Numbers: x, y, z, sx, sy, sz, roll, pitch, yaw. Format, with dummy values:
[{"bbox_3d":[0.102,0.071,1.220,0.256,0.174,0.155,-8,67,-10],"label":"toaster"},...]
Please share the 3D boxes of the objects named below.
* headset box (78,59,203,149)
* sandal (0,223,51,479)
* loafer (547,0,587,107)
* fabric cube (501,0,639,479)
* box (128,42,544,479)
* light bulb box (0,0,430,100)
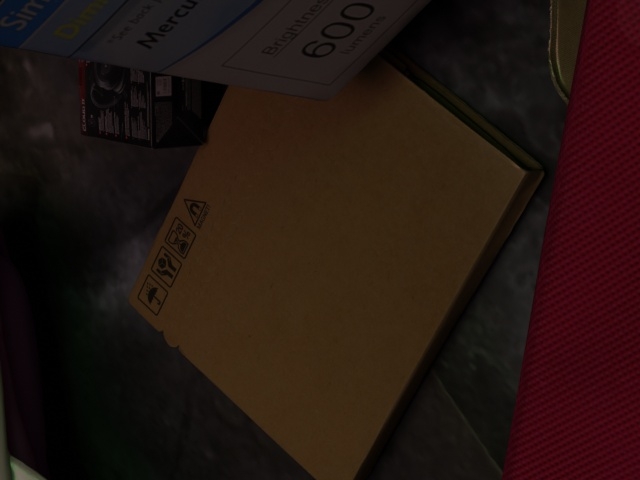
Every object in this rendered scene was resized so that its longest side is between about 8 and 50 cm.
[{"bbox_3d":[-0.093,-0.081,0.966,0.083,0.032,0.062,13,106,55],"label":"headset box"},{"bbox_3d":[-0.126,0.173,0.998,0.102,0.169,0.416,-13,90,-2],"label":"sandal"},{"bbox_3d":[0.120,-0.119,0.796,0.056,0.050,0.148,18,108,35],"label":"loafer"},{"bbox_3d":[0.212,0.043,0.502,0.254,0.259,0.258,20,117,27],"label":"fabric cube"},{"bbox_3d":[0.000,0.000,0.927,0.164,0.021,0.201,41,120,25],"label":"box"},{"bbox_3d":[-0.057,-0.258,0.688,0.358,0.361,0.225,-44,58,34],"label":"light bulb box"}]
